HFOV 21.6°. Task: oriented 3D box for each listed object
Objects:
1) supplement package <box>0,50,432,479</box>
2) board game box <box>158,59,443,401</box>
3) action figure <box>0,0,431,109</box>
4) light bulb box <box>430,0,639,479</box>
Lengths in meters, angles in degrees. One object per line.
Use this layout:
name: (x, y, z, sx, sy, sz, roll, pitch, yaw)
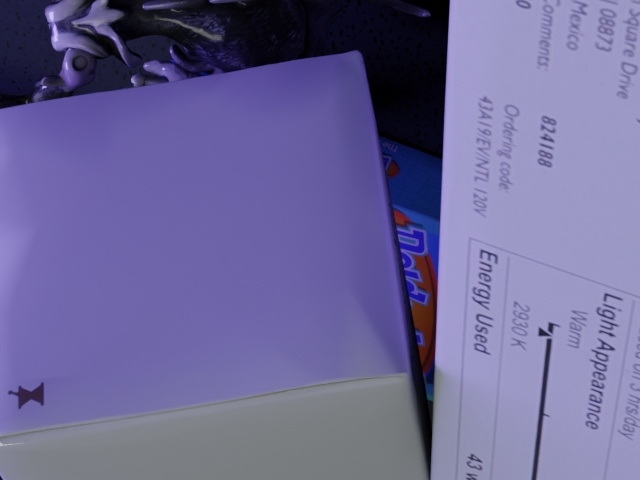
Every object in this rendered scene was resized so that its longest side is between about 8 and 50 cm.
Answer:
supplement package: (-0.037, 0.080, 0.805, 0.175, 0.178, 0.293, -9, 144, 3)
board game box: (0.000, 0.000, 0.951, 0.210, 0.047, 0.160, 20, 142, 15)
action figure: (-0.093, -0.114, 0.814, 0.275, 0.141, 0.164, -10, 105, -5)
light bulb box: (0.245, -0.020, 0.595, 0.361, 0.225, 0.358, 18, 141, 18)
